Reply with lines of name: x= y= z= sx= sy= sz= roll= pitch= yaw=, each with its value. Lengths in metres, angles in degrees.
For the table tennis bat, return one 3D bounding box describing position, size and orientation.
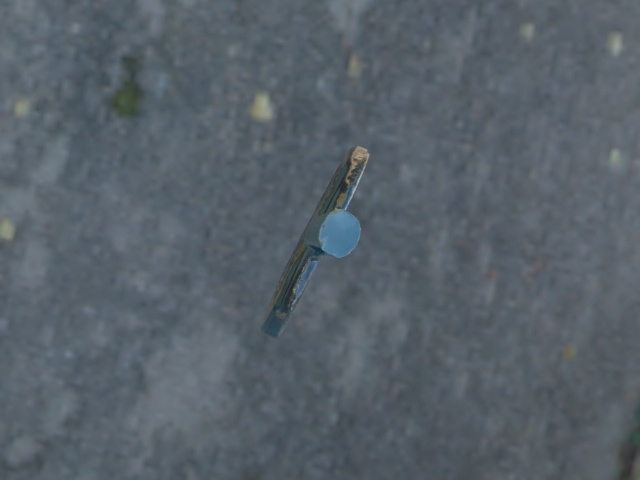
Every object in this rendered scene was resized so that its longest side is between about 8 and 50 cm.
table tennis bat: x=0.000 y=0.000 z=1.882 sx=0.215 sy=0.044 sz=0.329 roll=-62 pitch=-177 yaw=-5
